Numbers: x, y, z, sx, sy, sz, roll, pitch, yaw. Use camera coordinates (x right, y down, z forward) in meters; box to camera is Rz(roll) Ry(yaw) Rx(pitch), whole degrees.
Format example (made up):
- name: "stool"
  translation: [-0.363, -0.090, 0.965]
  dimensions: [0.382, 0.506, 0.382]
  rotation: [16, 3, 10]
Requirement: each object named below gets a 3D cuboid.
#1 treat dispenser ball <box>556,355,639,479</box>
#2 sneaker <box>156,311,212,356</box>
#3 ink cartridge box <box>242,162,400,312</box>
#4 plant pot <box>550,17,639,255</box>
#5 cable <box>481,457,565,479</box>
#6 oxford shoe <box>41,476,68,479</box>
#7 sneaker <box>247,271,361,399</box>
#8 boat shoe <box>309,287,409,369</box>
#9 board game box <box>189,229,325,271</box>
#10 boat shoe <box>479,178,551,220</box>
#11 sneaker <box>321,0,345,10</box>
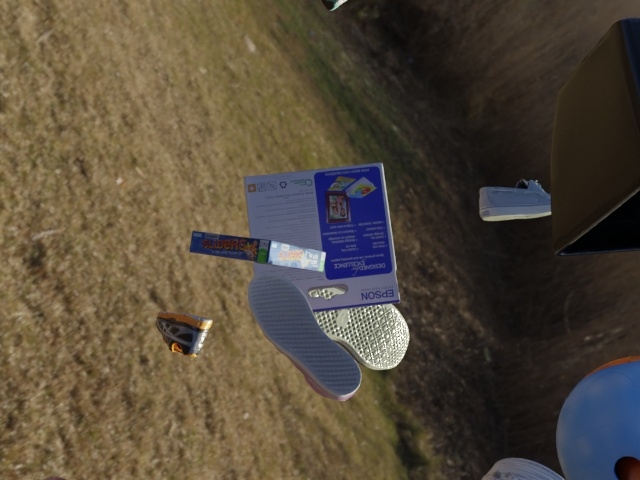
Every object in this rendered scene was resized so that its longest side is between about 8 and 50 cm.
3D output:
- name: "treat dispenser ball"
  translation: [0.533, 0.332, 1.283]
  dimensions: [0.288, 0.288, 0.288]
  rotation: [38, 34, -32]
- name: "sneaker"
  translation: [-0.295, 0.195, 1.646]
  dimensions: [0.084, 0.215, 0.083]
  rotation: [15, 79, -24]
- name: "ink cartridge box"
  translation: [0.000, 0.000, 1.690]
  dimensions: [0.072, 0.304, 0.307]
  rotation: [115, -31, -83]
- name: "plant pot"
  translation: [0.318, -0.099, 0.722]
  dimensions: [0.187, 0.188, 0.167]
  rotation: [-4, 71, -11]
- name: "cable"
  translation: [0.501, 0.628, 1.869]
  dimensions: [0.257, 0.257, 0.089]
  rotation: [34, 55, 10]
- name: "oxford shoe"
  translation: [-0.260, 0.463, 0.945]
  dimensions: [0.397, 0.140, 0.146]
  rotation: [36, 19, 17]
- name: "sneaker"
  translation: [-0.043, 0.194, 1.497]
  dimensions: [0.282, 0.102, 0.161]
  rotation: [52, -15, 11]
- name: "boat shoe"
  translation: [0.052, 0.208, 2.074]
  dimensions: [0.500, 0.156, 0.187]
  rotation: [26, 84, -40]
- name: "board game box"
  translation: [-0.093, 0.019, 1.237]
  dimensions: [0.201, 0.136, 0.035]
  rotation: [14, 84, -67]
- name: "boat shoe"
  translation: [0.430, -0.089, 1.643]
  dimensions: [0.227, 0.079, 0.081]
  rotation: [-5, 84, -24]
- name: "sneaker"
  translation: [0.046, -0.414, 1.274]
  dimensions: [0.069, 0.098, 0.038]
  rotation: [-41, 104, -25]
